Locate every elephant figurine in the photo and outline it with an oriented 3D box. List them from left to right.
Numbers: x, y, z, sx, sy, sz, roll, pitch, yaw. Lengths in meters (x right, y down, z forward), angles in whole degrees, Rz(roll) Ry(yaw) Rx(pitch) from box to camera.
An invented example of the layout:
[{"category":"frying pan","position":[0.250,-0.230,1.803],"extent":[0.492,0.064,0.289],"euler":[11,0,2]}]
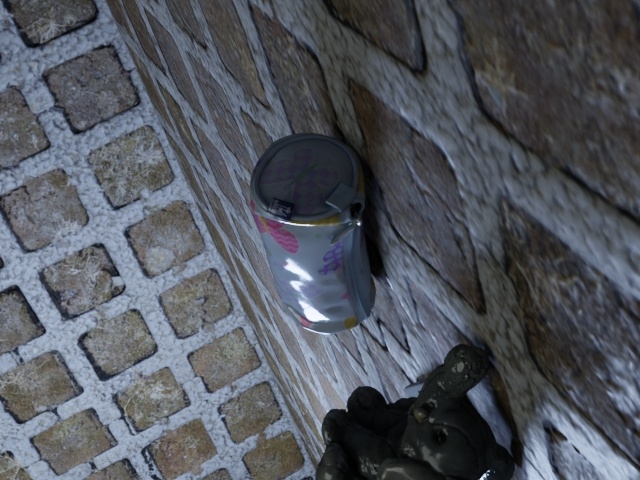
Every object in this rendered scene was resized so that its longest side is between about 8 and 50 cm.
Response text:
[{"category":"elephant figurine","position":[0.115,0.223,1.000],"extent":[0.186,0.169,0.239],"euler":[32,152,-28]}]

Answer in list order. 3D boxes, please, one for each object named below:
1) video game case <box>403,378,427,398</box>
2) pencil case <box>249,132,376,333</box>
[{"category":"video game case","position":[0.168,0.250,1.164],"extent":[0.190,0.022,0.173],"euler":[62,170,7]},{"category":"pencil case","position":[0.000,0.000,1.087],"extent":[0.124,0.113,0.273],"euler":[18,152,15]}]
